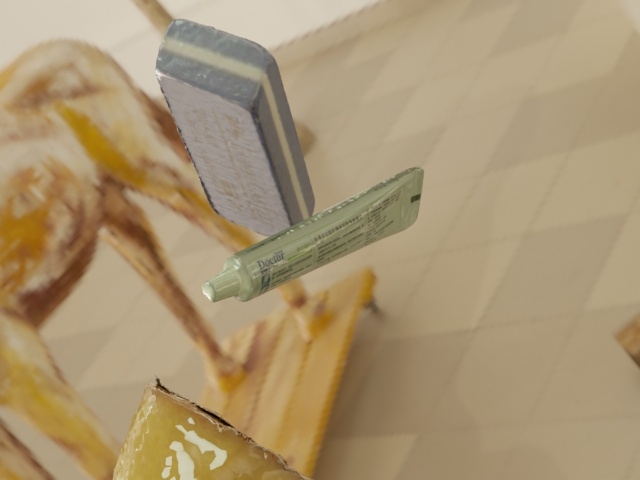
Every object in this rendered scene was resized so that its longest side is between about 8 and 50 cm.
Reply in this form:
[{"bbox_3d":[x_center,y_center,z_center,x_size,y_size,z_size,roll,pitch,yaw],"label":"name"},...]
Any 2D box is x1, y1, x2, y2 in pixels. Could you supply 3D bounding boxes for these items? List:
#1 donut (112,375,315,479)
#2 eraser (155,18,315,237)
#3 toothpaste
[{"bbox_3d":[-0.048,0.222,1.091,0.108,0.278,0.277,-58,25,-8],"label":"donut"},{"bbox_3d":[-0.057,-0.071,0.978,0.082,0.225,0.036,23,68,18],"label":"eraser"},{"bbox_3d":[0.000,0.000,0.898,0.029,0.048,0.197,30,39,35],"label":"toothpaste"}]
